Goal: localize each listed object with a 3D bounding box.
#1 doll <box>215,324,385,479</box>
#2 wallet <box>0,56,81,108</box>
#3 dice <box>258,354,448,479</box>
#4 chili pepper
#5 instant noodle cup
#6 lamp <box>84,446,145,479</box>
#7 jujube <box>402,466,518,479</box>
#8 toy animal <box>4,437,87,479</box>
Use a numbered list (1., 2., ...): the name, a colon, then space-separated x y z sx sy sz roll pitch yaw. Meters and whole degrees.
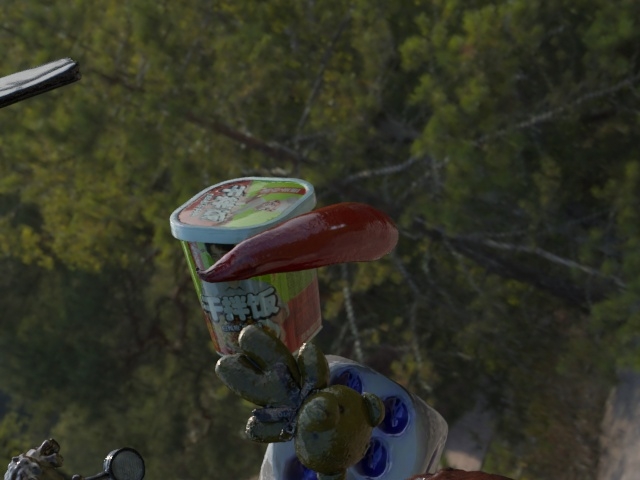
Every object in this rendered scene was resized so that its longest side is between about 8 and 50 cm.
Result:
1. doll: -0.031 0.188 1.334 0.137 0.209 0.097 -54 -10 -9
2. wallet: -0.435 -0.171 1.387 0.146 0.285 0.030 -146 38 -68
3. dice: 0.052 0.353 1.791 0.259 0.243 0.251 -60 -15 -17
4. chili pepper: 0.001 -0.002 1.582 0.137 0.368 0.091 -23 77 41
5. instant noodle cup: -0.129 0.062 2.255 0.294 0.294 0.307 -135 32 -62
6. lamp: -0.467 0.421 1.811 0.371 0.130 0.108 -29 -1 -37
7. jujube: 0.113 0.363 1.135 0.377 0.258 0.258 -27 45 50
8. toy animal: -0.427 0.430 1.624 0.158 0.097 0.312 5 57 25
